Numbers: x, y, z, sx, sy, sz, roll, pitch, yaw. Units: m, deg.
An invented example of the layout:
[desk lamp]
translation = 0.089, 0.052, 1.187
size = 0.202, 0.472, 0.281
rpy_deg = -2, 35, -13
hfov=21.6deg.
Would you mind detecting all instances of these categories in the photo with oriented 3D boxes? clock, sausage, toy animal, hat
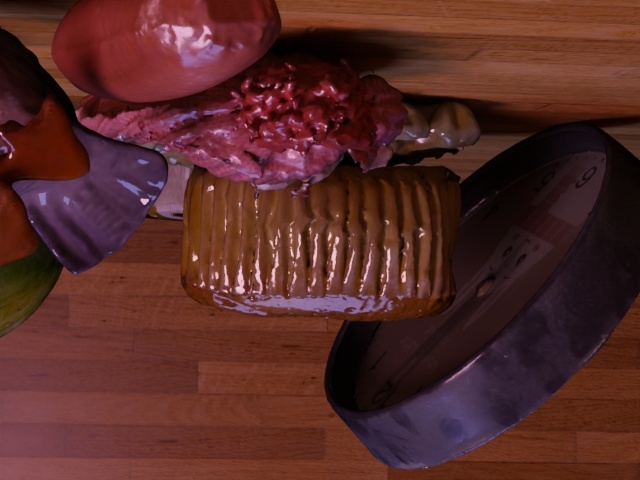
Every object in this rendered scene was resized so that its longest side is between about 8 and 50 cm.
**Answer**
[clock]
translation = 0.159, 0.046, 1.593
size = 0.076, 0.386, 0.386
rpy_deg = 44, 163, -16
[sausage]
translation = -0.084, -0.108, 0.880
size = 0.077, 0.077, 0.194
rpy_deg = 2, 178, -27
[toy animal]
translation = -0.204, -0.066, 0.928
size = 0.185, 0.122, 0.298
rpy_deg = 33, -174, 29
[hat]
translation = -0.038, -0.081, 1.171
size = 0.237, 0.107, 0.286
rpy_deg = -9, -173, -21

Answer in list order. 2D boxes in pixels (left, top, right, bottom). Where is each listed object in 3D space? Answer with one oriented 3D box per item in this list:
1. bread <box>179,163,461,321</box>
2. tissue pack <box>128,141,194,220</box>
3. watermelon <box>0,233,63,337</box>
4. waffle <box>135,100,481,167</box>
[bread]
translation = 0.000, 0.000, 1.509
size = 0.253, 0.142, 0.227
rpy_deg = -1, -176, -15
[tissue pack]
translation = -0.123, -0.069, 1.760
size = 0.106, 0.099, 0.149
rpy_deg = -1, 177, 42
[watermelon]
translation = -0.349, -0.013, 1.532
size = 0.242, 0.242, 0.242
rpy_deg = 1, 178, 0
[waffle]
translation = -0.016, -0.095, 1.522
size = 0.292, 0.056, 0.309
rpy_deg = 2, 177, -18
